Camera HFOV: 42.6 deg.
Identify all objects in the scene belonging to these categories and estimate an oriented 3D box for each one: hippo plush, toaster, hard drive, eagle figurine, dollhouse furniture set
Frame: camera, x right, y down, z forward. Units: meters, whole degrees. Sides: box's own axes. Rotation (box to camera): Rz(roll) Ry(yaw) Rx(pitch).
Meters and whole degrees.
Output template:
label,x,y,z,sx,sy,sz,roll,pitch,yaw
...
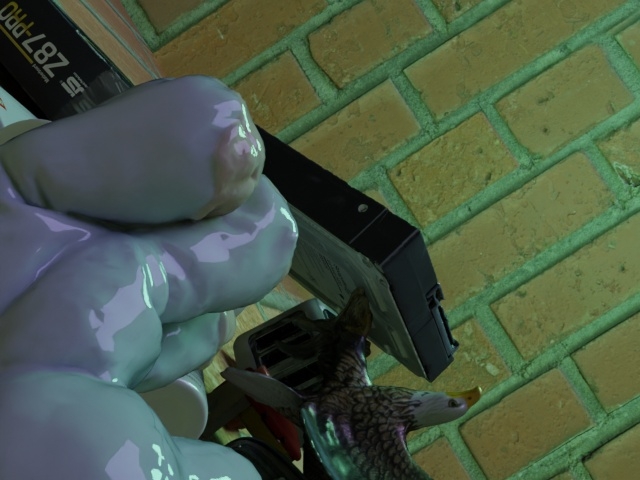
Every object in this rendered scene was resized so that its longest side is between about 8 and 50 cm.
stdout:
label,x,y,z,sx,sy,sz,roll,pitch,yaw
hippo plush,-0.096,0.057,0.375,0.237,0.234,0.294,58,1,38
toaster,-0.028,0.194,1.185,0.110,0.185,0.168,51,14,-55
hard drive,0.000,0.000,0.935,0.339,0.064,0.237,35,-18,37
eagle figurine,0.058,0.203,0.779,0.226,0.225,0.299,15,52,-44
dollhouse furniture set,0.016,0.278,1.001,0.374,0.152,0.201,57,2,-18

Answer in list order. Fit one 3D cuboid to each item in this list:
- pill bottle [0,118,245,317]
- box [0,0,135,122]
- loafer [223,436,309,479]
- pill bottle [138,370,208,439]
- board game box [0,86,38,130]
label,x,y,z,sx,sy,sz,roll,pitch,yaw
pill bottle,-0.144,-0.004,0.605,0.131,0.131,0.229,58,11,21
box,-0.264,-0.158,1.042,0.318,0.097,0.395,45,-4,20
loafer,-0.023,0.292,0.702,0.268,0.096,0.084,60,8,15
pill bottle,-0.140,0.116,0.706,0.078,0.078,0.137,57,2,-24
board game box,-0.235,-0.017,0.799,0.193,0.053,0.305,57,1,26
